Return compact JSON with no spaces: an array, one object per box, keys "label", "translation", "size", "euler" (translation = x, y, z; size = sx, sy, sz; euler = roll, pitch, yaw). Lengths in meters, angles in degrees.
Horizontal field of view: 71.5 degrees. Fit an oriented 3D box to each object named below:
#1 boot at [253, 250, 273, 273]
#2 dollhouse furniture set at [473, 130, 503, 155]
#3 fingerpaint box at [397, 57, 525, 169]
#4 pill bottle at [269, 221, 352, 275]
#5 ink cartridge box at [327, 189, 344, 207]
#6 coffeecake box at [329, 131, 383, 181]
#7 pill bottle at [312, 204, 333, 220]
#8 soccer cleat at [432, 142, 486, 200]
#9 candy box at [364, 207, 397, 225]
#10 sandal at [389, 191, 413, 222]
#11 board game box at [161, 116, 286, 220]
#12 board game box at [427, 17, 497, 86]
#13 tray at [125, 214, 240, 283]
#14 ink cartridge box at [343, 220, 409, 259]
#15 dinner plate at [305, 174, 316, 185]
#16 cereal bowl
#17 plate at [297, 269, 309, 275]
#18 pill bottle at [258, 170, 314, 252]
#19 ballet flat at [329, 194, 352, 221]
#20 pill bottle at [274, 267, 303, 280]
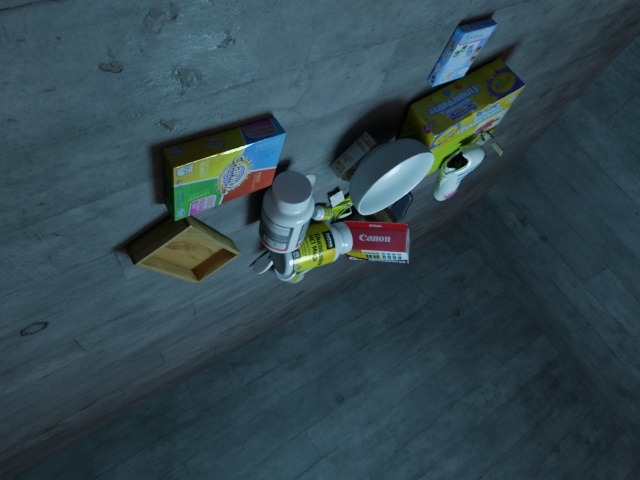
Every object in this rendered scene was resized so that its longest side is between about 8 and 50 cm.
[{"label":"boot","translation":[-0.219,0.085,2.028],"size":[0.190,0.069,0.086],"euler":[-42,159,17]},{"label":"dollhouse furniture set","translation":[0.686,-0.381,1.833],"size":[0.081,0.114,0.091],"euler":[-40,167,31]},{"label":"fingerpaint box","translation":[0.526,-0.463,1.778],"size":[0.445,0.163,0.371],"euler":[-31,164,-14]},{"label":"pill bottle","translation":[-0.037,0.023,1.924],"size":[0.334,0.188,0.188],"euler":[-16,156,-26]},{"label":"ink cartridge box","translation":[0.065,-0.186,1.899],"size":[0.063,0.029,0.115],"euler":[-34,162,-2]},{"label":"coffeecake box","translation":[0.146,-0.305,1.659],"size":[0.185,0.068,0.142],"euler":[-42,161,21]},{"label":"pill bottle","translation":[0.000,-0.118,1.899],"size":[0.065,0.065,0.116],"euler":[-43,161,25]},{"label":"soccer cleat","translation":[0.544,-0.287,1.866],"size":[0.143,0.116,0.331],"euler":[-7,150,-28]},{"label":"candy box","translation":[0.307,-0.107,2.298],"size":[0.087,0.183,0.316],"euler":[-35,163,-3]},{"label":"sandal","translation":[0.466,-0.188,2.523],"size":[0.054,0.097,0.254],"euler":[-25,160,-30]},{"label":"board game box","translation":[-0.262,-0.193,1.206],"size":[0.316,0.064,0.242],"euler":[-25,161,-27]},{"label":"board game box","translation":[0.462,-0.614,1.460],"size":[0.160,0.039,0.211],"euler":[-26,160,-26]},{"label":"tray","translation":[-0.437,0.034,1.486],"size":[0.203,0.076,0.411],"euler":[-35,162,1]},{"label":"ink cartridge box","translation":[0.266,0.010,2.133],"size":[0.309,0.130,0.272],"euler":[3,164,14]},{"label":"dinner plate","translation":[-0.074,-0.192,1.647],"size":[0.141,0.017,0.141],"euler":[-30,163,-10]},{"label":"cereal bowl","translation":[0.237,-0.249,1.619],"size":[0.339,0.141,0.339],"euler":[-31,162,-12]},{"label":"plate","translation":[0.013,0.069,2.265],"size":[0.277,0.045,0.278],"euler":[-37,176,14]},{"label":"pill bottle","translation":[-0.118,-0.097,1.546],"size":[0.176,0.176,0.318],"euler":[-27,162,-23]},{"label":"ballet flat","translation":[0.132,-0.164,1.997],"size":[0.231,0.077,0.077],"euler":[-35,162,1]},{"label":"pill bottle","translation":[-0.151,0.160,2.278],"size":[0.117,0.117,0.208],"euler":[-36,163,4]}]
